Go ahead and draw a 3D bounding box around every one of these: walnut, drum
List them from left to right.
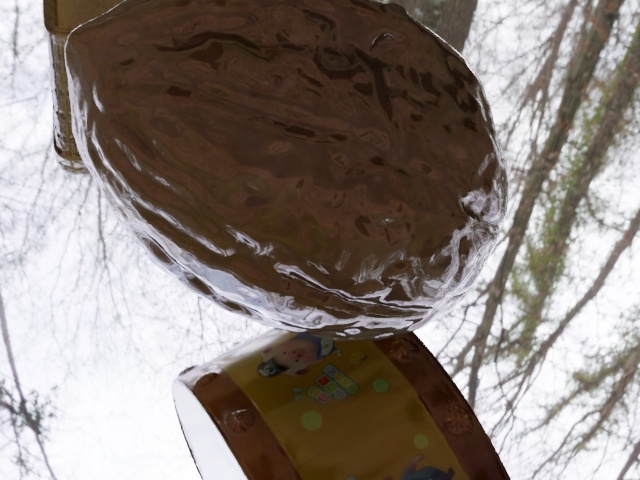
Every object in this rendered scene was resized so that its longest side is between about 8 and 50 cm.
[{"bbox_3d":[-0.012,-0.043,0.405,0.230,0.178,0.178,24,-133,-28],"label":"walnut"},{"bbox_3d":[0.025,0.283,0.894,0.214,0.431,0.431,-24,-122,-19],"label":"drum"}]

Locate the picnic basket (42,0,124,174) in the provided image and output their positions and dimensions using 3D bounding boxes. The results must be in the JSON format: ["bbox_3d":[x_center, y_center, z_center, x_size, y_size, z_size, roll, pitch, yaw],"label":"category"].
[{"bbox_3d":[-0.118,-0.193,0.865,0.312,0.175,0.228,-5,-135,-15],"label":"picnic basket"}]
